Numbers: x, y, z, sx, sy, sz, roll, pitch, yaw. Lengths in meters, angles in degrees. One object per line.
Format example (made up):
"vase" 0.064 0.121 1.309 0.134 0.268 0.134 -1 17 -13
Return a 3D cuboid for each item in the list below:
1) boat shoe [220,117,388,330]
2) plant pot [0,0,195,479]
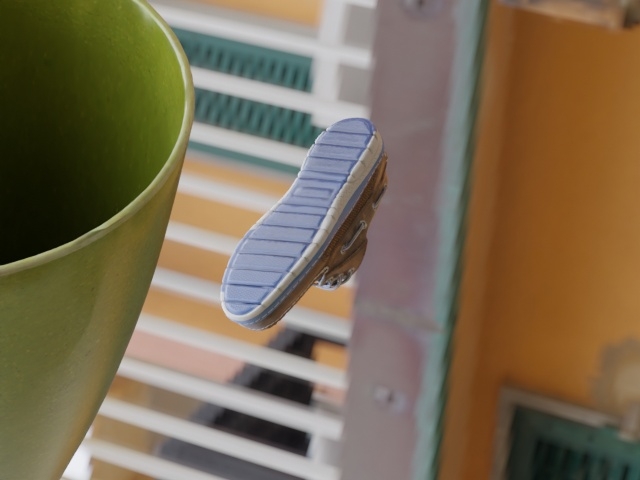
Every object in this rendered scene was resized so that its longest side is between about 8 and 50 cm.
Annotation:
"boat shoe" 0.000 0.000 1.339 0.183 0.066 0.066 -54 -47 -27
"plant pot" -0.212 0.027 1.053 0.275 0.274 0.294 -54 -20 -42
